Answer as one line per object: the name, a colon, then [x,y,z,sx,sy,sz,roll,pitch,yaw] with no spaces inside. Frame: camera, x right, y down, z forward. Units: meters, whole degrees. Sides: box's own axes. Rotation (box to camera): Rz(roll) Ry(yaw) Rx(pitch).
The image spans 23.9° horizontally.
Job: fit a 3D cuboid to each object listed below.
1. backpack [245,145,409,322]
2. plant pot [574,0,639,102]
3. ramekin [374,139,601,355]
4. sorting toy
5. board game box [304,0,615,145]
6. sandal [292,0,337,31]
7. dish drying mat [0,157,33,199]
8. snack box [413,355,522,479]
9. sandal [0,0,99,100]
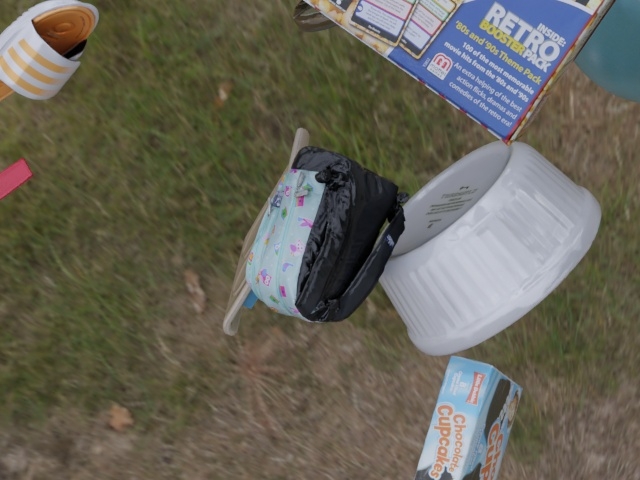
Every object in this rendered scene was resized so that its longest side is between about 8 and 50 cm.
backpack: [0.000,0.000,1.660,0.115,0.152,0.182,17,86,46]
plant pot: [0.387,-0.292,1.687,0.293,0.235,0.293,-2,57,3]
ramekin: [0.181,-0.002,1.763,0.273,0.273,0.127,-43,104,-3]
sorting toy: [-0.058,-0.009,1.832,0.038,0.193,0.208,22,122,-7]
board game box: [0.076,-0.160,0.623,0.147,0.045,0.193,36,107,6]
sandal: [0.062,-0.222,1.365,0.090,0.219,0.060,-8,108,37]
dish drying mat: [-0.363,-0.059,1.705,0.083,0.008,0.032,-36,59,2]
snack box: [0.161,0.312,1.842,0.060,0.187,0.321,14,82,21]
sandal: [-0.353,-0.192,1.796,0.265,0.102,0.076,-33,67,31]
